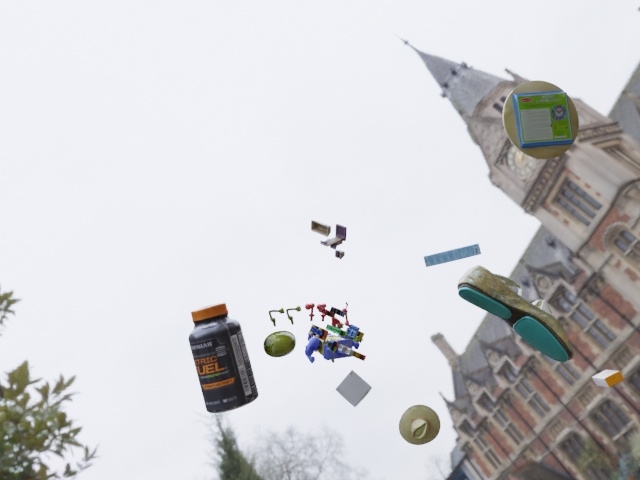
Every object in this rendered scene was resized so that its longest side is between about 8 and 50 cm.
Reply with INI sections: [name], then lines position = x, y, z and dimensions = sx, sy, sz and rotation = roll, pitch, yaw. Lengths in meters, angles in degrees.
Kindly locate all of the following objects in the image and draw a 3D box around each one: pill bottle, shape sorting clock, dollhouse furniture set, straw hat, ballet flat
[pill bottle]
position = -0.239, 0.274, 1.322
dimensions = 0.131, 0.245, 0.130
rotation = -15, -3, -1
[shape sorting clock]
position = 0.557, -0.305, 1.397
dimensions = 0.206, 0.206, 0.040
rotation = -30, 2, -10
[dollhouse furniture set]
position = 0.000, 0.000, 1.480
dimensions = 0.081, 0.114, 0.090
rotation = -23, -55, -42
[straw hat]
position = 0.331, 0.624, 1.834
dimensions = 0.144, 0.144, 0.061
rotation = -41, -4, 6
[ballet flat]
position = 0.535, 0.182, 1.476
dimensions = 0.123, 0.349, 0.123
rotation = -54, -10, -13

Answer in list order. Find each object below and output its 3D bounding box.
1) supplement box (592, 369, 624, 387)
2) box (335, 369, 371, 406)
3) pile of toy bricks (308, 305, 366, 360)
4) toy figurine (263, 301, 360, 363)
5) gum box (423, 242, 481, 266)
[supplement box]
position = 1.015, 0.488, 1.950
dimensions = 0.062, 0.036, 0.098
rotation = -26, -10, -2
[box]
position = 0.127, 0.564, 2.096
dimensions = 0.102, 0.101, 0.087
rotation = -47, -18, -11
[pile of toy bricks]
position = 0.070, 0.270, 1.588
dimensions = 0.105, 0.212, 0.118
rotation = 31, -100, -38
[toy figurine]
position = 0.011, 0.336, 1.915
dimensions = 0.363, 0.217, 0.191
rotation = 1, -81, -32
[gum box]
position = 0.452, 0.051, 1.892
dimensions = 0.185, 0.041, 0.157
rotation = -14, -5, 14
